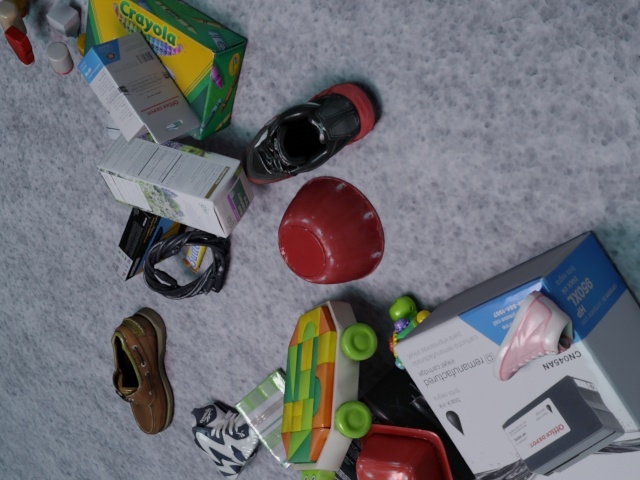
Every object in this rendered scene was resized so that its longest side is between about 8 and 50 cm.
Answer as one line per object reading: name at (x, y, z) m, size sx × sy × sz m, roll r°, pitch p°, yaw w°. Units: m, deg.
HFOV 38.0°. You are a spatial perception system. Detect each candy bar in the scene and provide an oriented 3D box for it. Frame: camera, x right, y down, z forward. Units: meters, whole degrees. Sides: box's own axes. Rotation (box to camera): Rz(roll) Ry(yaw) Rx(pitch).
candy bar at (-0.218, -0.005, 1.701) m, size 0.040 × 0.018 × 0.161 m, roll 40°, pitch 131°, yaw 16°

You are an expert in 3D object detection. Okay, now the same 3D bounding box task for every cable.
cable at (-0.243, 0.037, 1.670) m, size 0.150 × 0.047 × 0.184 m, roll 4°, pitch 139°, yaw -9°

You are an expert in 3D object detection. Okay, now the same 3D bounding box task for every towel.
towel at (-0.071, 0.328, 1.709) m, size 0.152 × 0.113 × 0.023 m, roll 50°, pitch 175°, yaw 5°

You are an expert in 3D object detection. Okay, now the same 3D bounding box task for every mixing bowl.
mixing bowl at (0.000, 0.000, 1.471) m, size 0.181 × 0.098 × 0.182 m, roll 18°, pitch 123°, yaw 30°

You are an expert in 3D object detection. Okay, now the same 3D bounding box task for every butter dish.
butter dish at (0.113, 0.373, 1.412) m, size 0.159 × 0.118 × 0.160 m, roll -2°, pitch 112°, yaw 38°

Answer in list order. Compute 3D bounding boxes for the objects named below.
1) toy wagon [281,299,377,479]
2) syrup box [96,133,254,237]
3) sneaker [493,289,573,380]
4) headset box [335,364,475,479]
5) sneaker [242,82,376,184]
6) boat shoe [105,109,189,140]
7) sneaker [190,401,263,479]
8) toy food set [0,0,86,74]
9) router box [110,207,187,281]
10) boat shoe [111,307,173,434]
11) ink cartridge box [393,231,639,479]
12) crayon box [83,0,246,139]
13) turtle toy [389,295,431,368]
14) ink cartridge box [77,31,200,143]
toy wagon at (0.001, 0.275, 1.496) m, size 0.267 × 0.068 × 0.345 m, roll 147°, pitch 131°, yaw -65°
syrup box at (-0.236, -0.096, 1.521) m, size 0.236 × 0.096 × 0.093 m, roll 17°, pitch 149°, yaw 24°
sneaker at (0.261, 0.132, 1.134) m, size 0.070 × 0.051 × 0.134 m, roll 35°, pitch 124°, yaw 27°
headset box at (0.134, 0.367, 1.552) m, size 0.218 × 0.110 × 0.293 m, roll 40°, pitch 132°, yaw 15°
sneaker at (-0.046, -0.145, 1.404) m, size 0.276 × 0.135 × 0.098 m, roll -23°, pitch 99°, yaw 45°
boat shoe at (-0.305, -0.212, 1.612) m, size 0.226 × 0.083 × 0.076 m, roll 4°, pitch 116°, yaw 39°
sneaker at (-0.184, 0.362, 1.819) m, size 0.153 × 0.094 × 0.235 m, roll 36°, pitch 142°, yaw 8°
toy food set at (-0.498, -0.368, 1.679) m, size 0.232 × 0.111 × 0.104 m, roll 33°, pitch 162°, yaw 8°
router box at (-0.296, -0.020, 1.676) m, size 0.046 × 0.133 × 0.179 m, roll 43°, pitch 133°, yaw 13°
boat shoe at (-0.384, 0.288, 1.934) m, size 0.110 × 0.104 × 0.307 m, roll 17°, pitch 123°, yaw 32°
ink cartridge box at (0.334, 0.233, 1.276) m, size 0.285 × 0.166 × 0.395 m, roll -33°, pitch 90°, yaw 43°
crayon box at (-0.261, -0.308, 1.525) m, size 0.278 × 0.081 × 0.165 m, roll 34°, pitch 131°, yaw 20°
turtle toy at (0.139, 0.146, 1.438) m, size 0.066 × 0.130 × 0.095 m, roll -1°, pitch 148°, yaw 4°
ink cartridge box at (-0.283, -0.226, 1.457) m, size 0.060 × 0.104 × 0.180 m, roll -33°, pitch 91°, yaw 44°
